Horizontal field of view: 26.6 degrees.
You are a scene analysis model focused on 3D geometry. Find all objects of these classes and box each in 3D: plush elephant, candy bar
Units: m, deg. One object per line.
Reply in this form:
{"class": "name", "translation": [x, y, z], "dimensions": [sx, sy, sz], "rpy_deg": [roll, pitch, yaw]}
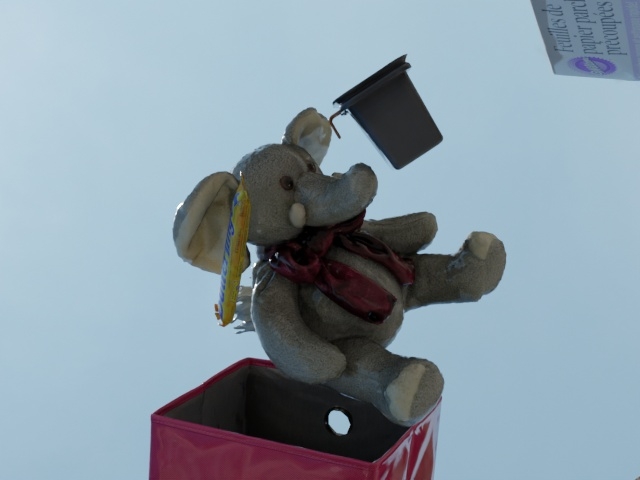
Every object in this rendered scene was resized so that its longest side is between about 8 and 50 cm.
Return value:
{"class": "plush elephant", "translation": [0.000, 0.000, 1.412], "dimensions": [0.272, 0.330, 0.255], "rpy_deg": [-50, -48, -39]}
{"class": "candy bar", "translation": [-0.085, 0.013, 1.331], "dimensions": [0.018, 0.161, 0.040], "rpy_deg": [4, -152, -15]}

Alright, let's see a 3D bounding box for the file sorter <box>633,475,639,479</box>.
{"class": "file sorter", "translation": [0.510, 0.408, 1.921], "dimensions": [0.173, 0.277, 0.193], "rpy_deg": [-23, -111, -26]}

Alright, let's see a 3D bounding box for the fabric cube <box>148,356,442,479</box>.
{"class": "fabric cube", "translation": [-0.026, 0.299, 1.487], "dimensions": [0.259, 0.254, 0.258], "rpy_deg": [-25, -59, -66]}

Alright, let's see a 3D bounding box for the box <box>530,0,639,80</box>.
{"class": "box", "translation": [0.127, -0.167, 0.661], "dimensions": [0.324, 0.063, 0.067], "rpy_deg": [45, -127, -67]}

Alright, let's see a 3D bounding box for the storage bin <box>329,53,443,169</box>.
{"class": "storage bin", "translation": [0.066, -0.116, 1.326], "dimensions": [0.091, 0.098, 0.135], "rpy_deg": [57, -178, -1]}
